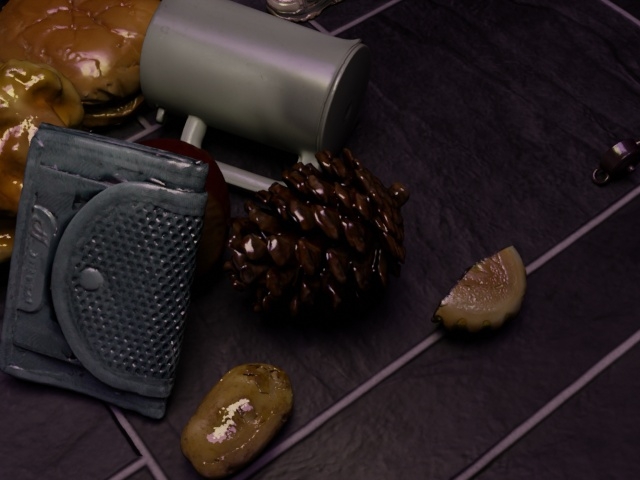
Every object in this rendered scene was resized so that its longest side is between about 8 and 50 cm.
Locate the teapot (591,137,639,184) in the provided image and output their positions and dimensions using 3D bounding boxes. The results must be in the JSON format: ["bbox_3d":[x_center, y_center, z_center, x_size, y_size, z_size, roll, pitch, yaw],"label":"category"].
[{"bbox_3d":[0.467,-0.120,1.339,0.100,0.068,0.045,-41,59,15],"label":"teapot"}]

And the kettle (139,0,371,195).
[{"bbox_3d":[-0.111,-0.236,1.346,0.318,0.205,0.265,21,54,12],"label":"kettle"}]

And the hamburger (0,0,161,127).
[{"bbox_3d":[-0.389,-0.331,1.444,0.318,0.158,0.318,1,53,-1],"label":"hamburger"}]

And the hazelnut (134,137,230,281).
[{"bbox_3d":[-0.243,-0.041,1.210,0.229,0.229,0.229,0,54,0],"label":"hazelnut"}]

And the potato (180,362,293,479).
[{"bbox_3d":[-0.104,0.222,1.088,0.107,0.080,0.170,28,60,34],"label":"potato"}]

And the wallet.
[{"bbox_3d":[-0.277,0.043,1.086,0.237,0.342,0.075,15,14,7],"label":"wallet"}]

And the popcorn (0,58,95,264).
[{"bbox_3d":[-0.477,-0.134,1.229,0.297,0.281,0.316,-46,33,10],"label":"popcorn"}]

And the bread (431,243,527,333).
[{"bbox_3d":[0.231,0.076,1.187,0.094,0.083,0.157,31,62,18],"label":"bread"}]

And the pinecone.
[{"bbox_3d":[0.000,0.000,1.156,0.272,0.224,0.224,-28,58,-5],"label":"pinecone"}]

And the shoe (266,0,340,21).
[{"bbox_3d":[-0.018,-0.473,1.580,0.180,0.092,0.089,-30,60,-19],"label":"shoe"}]
